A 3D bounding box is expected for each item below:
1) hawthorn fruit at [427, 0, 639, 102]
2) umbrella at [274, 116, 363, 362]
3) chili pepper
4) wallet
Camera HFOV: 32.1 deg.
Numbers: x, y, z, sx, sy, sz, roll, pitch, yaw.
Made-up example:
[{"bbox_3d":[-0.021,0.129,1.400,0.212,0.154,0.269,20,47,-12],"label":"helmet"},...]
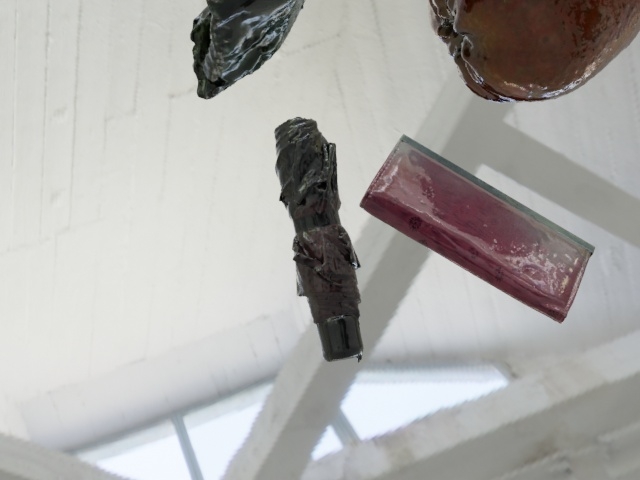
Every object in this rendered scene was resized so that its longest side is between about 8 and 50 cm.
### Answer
[{"bbox_3d":[0.187,-0.196,0.857,0.203,0.162,0.163,-27,-66,-4],"label":"hawthorn fruit"},{"bbox_3d":[0.000,0.000,1.434,0.090,0.094,0.326,-10,-99,-8],"label":"umbrella"},{"bbox_3d":[-0.068,-0.238,0.745,0.148,0.116,0.264,-60,-41,-34],"label":"chili pepper"},{"bbox_3d":[0.159,-0.013,1.116,0.232,0.119,0.025,31,-45,3],"label":"wallet"}]
